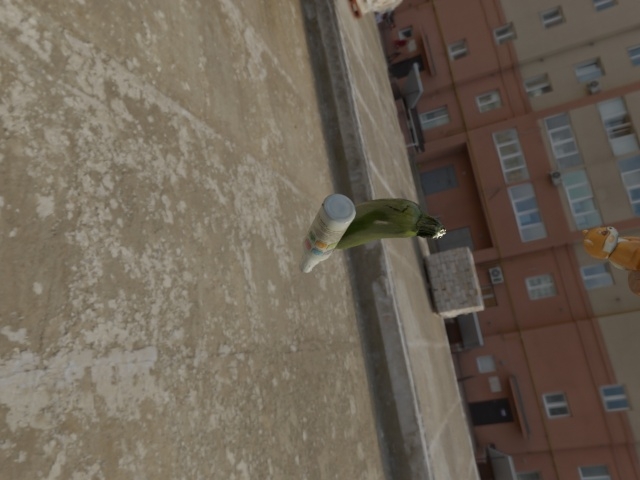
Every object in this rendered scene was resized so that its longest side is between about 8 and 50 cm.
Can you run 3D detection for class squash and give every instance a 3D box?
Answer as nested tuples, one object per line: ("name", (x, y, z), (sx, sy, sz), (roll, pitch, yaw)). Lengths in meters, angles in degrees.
("squash", (0.090, -0.030, 0.831), (0.071, 0.318, 0.080), (-28, 99, -30))

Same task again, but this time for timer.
("timer", (0.482, 0.019, 0.734), (0.132, 0.152, 0.132), (21, 90, -76))

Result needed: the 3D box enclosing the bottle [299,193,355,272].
("bottle", (0.000, 0.000, 0.848), (0.217, 0.060, 0.060), (120, -28, -55))
